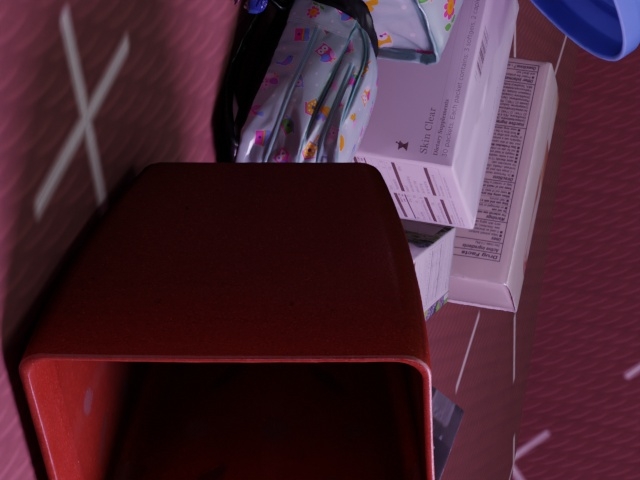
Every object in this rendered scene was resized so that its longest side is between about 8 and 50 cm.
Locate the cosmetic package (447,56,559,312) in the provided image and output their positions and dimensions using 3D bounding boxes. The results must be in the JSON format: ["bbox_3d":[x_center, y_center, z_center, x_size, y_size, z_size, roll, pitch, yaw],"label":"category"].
[{"bbox_3d":[0.198,-0.075,2.452,0.129,0.153,0.296,57,45,-68],"label":"cosmetic package"}]

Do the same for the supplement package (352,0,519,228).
[{"bbox_3d":[0.104,-0.173,2.027,0.204,0.145,0.262,59,42,-70],"label":"supplement package"}]

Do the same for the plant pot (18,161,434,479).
[{"bbox_3d":[-0.046,0.087,1.417,0.236,0.267,0.267,-84,172,-45],"label":"plant pot"}]

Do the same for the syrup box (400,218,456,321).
[{"bbox_3d":[0.078,0.038,2.163,0.237,0.093,0.096,-34,132,-71],"label":"syrup box"}]

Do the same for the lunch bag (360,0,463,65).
[{"bbox_3d":[0.047,-0.317,1.702,0.223,0.160,0.262,-67,149,-32],"label":"lunch bag"}]

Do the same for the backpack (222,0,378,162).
[{"bbox_3d":[-0.014,-0.115,1.663,0.152,0.115,0.182,81,26,-59],"label":"backpack"}]

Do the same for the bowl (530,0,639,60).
[{"bbox_3d":[0.205,-0.355,1.912,0.077,0.391,0.391,-37,158,-3],"label":"bowl"}]

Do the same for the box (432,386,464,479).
[{"bbox_3d":[-0.019,0.275,1.635,0.307,0.076,0.242,-47,-169,41],"label":"box"}]

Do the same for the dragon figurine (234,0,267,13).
[{"bbox_3d":[-0.065,-0.297,1.283,0.085,0.144,0.289,-55,151,-61],"label":"dragon figurine"}]
